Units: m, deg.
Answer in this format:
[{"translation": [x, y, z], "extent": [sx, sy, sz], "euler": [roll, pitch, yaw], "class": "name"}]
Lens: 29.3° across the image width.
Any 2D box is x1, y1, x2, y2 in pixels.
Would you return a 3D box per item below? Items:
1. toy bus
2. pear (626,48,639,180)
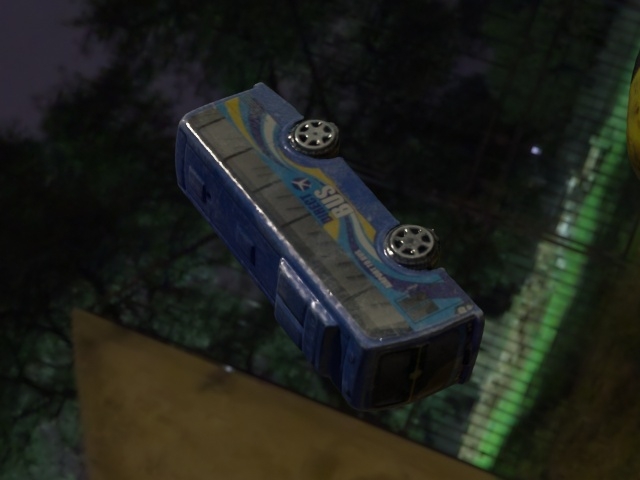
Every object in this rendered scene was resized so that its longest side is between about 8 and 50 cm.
[{"translation": [-0.002, 0.003, 0.753], "extent": [0.094, 0.236, 0.079], "euler": [-26, -36, -20], "class": "toy bus"}, {"translation": [0.348, -0.143, 0.970], "extent": [0.292, 0.159, 0.292], "euler": [-35, 27, 21], "class": "pear"}]
